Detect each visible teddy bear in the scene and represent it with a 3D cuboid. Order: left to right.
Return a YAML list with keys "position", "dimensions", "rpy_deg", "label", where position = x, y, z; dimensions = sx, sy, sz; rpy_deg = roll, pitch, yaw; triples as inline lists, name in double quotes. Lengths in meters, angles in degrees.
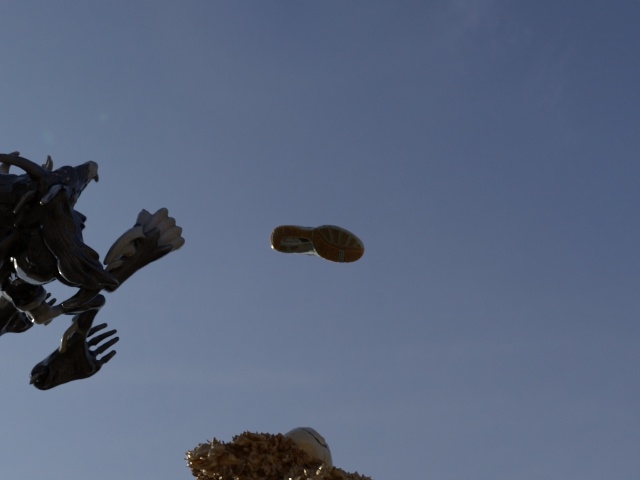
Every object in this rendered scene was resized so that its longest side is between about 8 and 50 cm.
- position: [0.040, 0.239, 0.971]
  dimensions: [0.245, 0.338, 0.113]
  rpy_deg: [26, -96, -31]
  label: "teddy bear"

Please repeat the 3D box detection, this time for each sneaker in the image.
- position: [0.000, 0.000, 1.025]
  dimensions: [0.083, 0.037, 0.031]
  rpy_deg: [10, -86, 15]
  label: "sneaker"

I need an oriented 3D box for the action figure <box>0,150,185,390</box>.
- position: [-0.206, 0.002, 0.921]
  dimensions: [0.164, 0.141, 0.275]
  rpy_deg: [33, -35, 6]
  label: "action figure"
